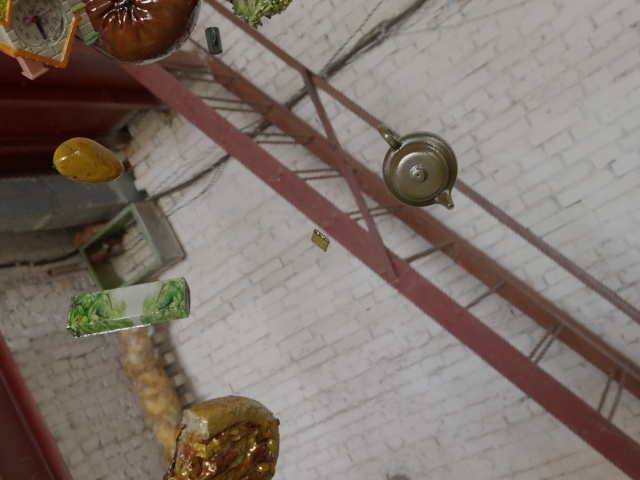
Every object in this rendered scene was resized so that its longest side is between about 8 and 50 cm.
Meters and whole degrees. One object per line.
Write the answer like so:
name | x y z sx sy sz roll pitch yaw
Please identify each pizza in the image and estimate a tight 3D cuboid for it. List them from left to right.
pizza | -0.197 0.447 1.283 0.278 0.114 0.408 -42 -38 -22

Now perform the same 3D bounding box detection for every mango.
mango | -0.774 -0.266 2.109 0.228 0.147 0.109 8 -1 -32

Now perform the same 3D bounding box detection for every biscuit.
biscuit | 0.000 0.000 2.516 0.018 0.083 0.081 -41 -18 -33

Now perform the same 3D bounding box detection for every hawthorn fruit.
hawthorn fruit | -0.552 -0.729 1.874 0.403 0.402 0.403 -28 -6 -3

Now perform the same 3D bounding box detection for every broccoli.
broccoli | -0.217 -0.802 1.837 0.294 0.347 0.281 2 19 -7

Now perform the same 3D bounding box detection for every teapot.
teapot | 0.234 -0.181 1.532 0.186 0.267 0.175 -43 3 16

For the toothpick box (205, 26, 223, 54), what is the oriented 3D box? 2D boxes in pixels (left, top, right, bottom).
toothpick box | -0.375 -0.703 2.211 0.052 0.083 0.052 -11 -5 -1

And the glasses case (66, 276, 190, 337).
glasses case | -0.445 0.159 1.470 0.273 0.095 0.062 -9 -39 2

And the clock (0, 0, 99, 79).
clock | -0.611 -0.488 1.336 0.220 0.106 0.255 -44 -35 -25
